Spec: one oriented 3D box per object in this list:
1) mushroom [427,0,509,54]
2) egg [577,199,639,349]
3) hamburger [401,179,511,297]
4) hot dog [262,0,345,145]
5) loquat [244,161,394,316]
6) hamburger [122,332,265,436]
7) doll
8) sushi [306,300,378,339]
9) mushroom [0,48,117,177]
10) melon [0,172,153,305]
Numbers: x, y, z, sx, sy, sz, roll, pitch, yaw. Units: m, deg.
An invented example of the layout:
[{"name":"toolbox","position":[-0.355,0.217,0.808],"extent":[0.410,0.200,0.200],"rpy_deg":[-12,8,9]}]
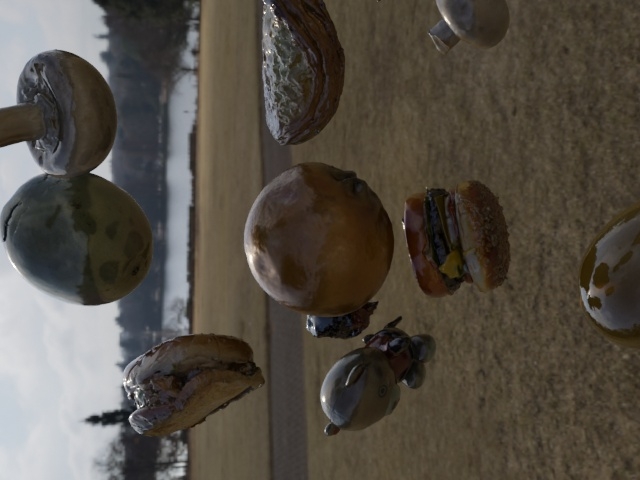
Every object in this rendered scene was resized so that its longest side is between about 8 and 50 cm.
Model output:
[{"name":"mushroom","position":[0.349,-0.542,1.661],"extent":[0.204,0.204,0.204],"rpy_deg":[180,90,-76]},{"name":"egg","position":[0.640,0.056,1.302],"extent":[0.323,0.250,0.250],"rpy_deg":[-59,25,17]},{"name":"hamburger","position":[0.325,-0.007,1.603],"extent":[0.291,0.225,0.291],"rpy_deg":[-13,-90,-69]},{"name":"hot dog","position":[-0.030,-0.269,1.043],"extent":[0.259,0.114,0.175],"rpy_deg":[88,162,-44]},{"name":"loquat","position":[0.000,0.000,1.427],"extent":[0.328,0.328,0.329],"rpy_deg":[180,90,-76]},{"name":"hamburger","position":[-0.229,0.253,1.227],"extent":[0.286,0.243,0.146],"rpy_deg":[115,139,-62]},{"name":"doll","position":[0.125,0.302,1.559],"extent":[0.174,0.330,0.235],"rpy_deg":[35,127,21]},{"name":"sushi","position":[0.052,0.129,1.881],"extent":[0.343,0.181,0.197],"rpy_deg":[-83,8,-52]},{"name":"mushroom","position":[-0.444,-0.197,1.095],"extent":[0.207,0.215,0.208],"rpy_deg":[20,119,40]},{"name":"melon","position":[-0.503,-0.008,1.414],"extent":[0.268,0.330,0.269],"rpy_deg":[-50,-25,-34]}]
